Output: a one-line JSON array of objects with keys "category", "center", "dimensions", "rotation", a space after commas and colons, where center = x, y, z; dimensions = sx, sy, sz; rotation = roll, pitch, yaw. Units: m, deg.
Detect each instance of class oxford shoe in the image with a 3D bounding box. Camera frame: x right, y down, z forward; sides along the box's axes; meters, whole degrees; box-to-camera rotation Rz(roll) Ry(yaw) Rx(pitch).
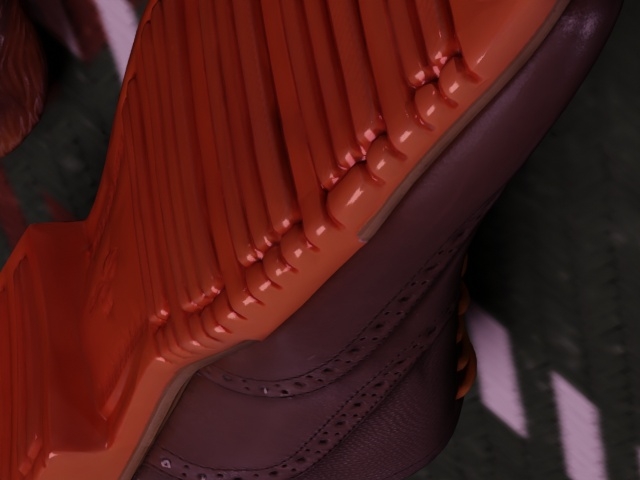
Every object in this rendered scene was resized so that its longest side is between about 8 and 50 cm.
[{"category": "oxford shoe", "center": [0.000, 0.000, 0.587], "dimensions": [0.132, 0.130, 0.364], "rotation": [10, 147, -26]}]

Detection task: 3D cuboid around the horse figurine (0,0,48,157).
[{"category": "horse figurine", "center": [-0.191, -0.057, 0.673], "dimensions": [0.263, 0.066, 0.174], "rotation": [-1, 148, 31]}]
